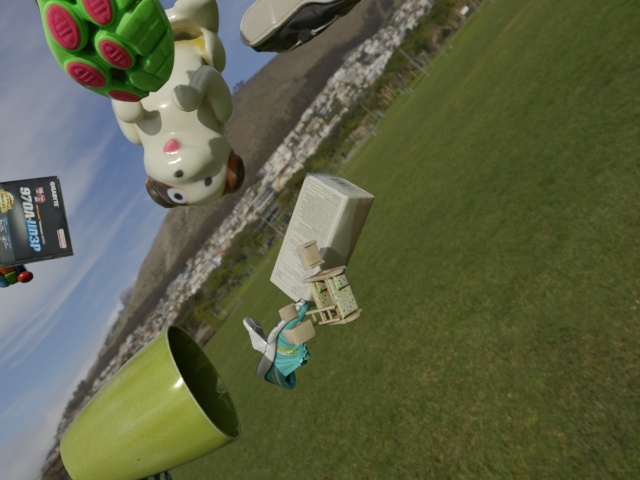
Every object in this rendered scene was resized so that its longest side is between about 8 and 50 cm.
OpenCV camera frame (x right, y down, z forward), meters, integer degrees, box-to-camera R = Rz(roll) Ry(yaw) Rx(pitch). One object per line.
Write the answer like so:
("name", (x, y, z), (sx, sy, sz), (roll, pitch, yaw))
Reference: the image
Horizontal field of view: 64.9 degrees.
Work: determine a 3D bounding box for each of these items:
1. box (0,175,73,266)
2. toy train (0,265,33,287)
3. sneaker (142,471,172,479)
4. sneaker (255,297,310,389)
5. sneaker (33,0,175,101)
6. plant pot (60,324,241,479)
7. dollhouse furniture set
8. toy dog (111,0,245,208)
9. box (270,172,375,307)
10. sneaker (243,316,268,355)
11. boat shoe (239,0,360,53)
("box", (-0.770, -0.050, 1.335), (0.175, 0.221, 0.051), (-11, -6, -21))
("toy train", (-0.937, 0.050, 1.426), (0.143, 0.105, 0.248), (-31, -29, -25))
("sneaker", (-0.431, 0.505, 1.152), (0.127, 0.316, 0.182), (-27, -18, -9))
("sneaker", (-0.070, 0.258, 1.252), (0.107, 0.109, 0.275), (-43, -24, -55))
("sneaker", (-0.357, -0.409, 0.696), (0.185, 0.483, 0.202), (-22, 48, 4))
("plant pot", (-0.361, 0.370, 1.036), (0.293, 0.275, 0.275), (-33, 3, -5))
("dollhouse furniture set", (-0.019, 0.104, 1.063), (0.160, 0.182, 0.101), (-25, 6, -39))
("toy dog", (-0.330, -0.275, 1.165), (0.284, 0.408, 0.395), (-12, -12, -8))
("box", (0.000, 0.000, 1.275), (0.121, 0.148, 0.311), (-6, -55, -50))
("sneaker", (-0.204, 0.316, 1.621), (0.061, 0.152, 0.053), (-43, -6, 26))
("boat shoe", (-0.006, -0.434, 0.903), (0.335, 0.112, 0.095), (-14, -8, 39))
